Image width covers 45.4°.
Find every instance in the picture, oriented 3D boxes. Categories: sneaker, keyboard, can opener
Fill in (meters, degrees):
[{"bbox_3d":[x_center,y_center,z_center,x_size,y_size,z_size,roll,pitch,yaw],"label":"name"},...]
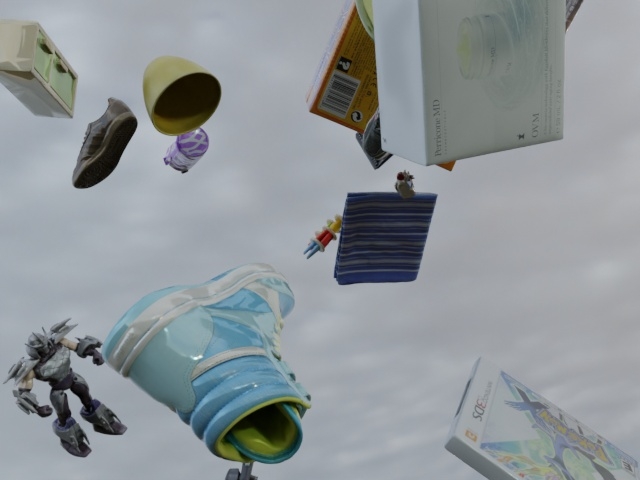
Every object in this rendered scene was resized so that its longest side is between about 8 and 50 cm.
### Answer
[{"bbox_3d":[-0.074,0.140,0.851,0.127,0.208,0.319,-54,-16,22],"label":"sneaker"},{"bbox_3d":[0.158,-0.279,2.106,0.108,0.180,0.023,-41,-49,15],"label":"keyboard"},{"bbox_3d":[-0.173,0.519,1.806,0.073,0.186,0.059,20,-51,-4],"label":"can opener"},{"bbox_3d":[0.129,-0.246,1.479,0.178,0.072,0.077,-65,-16,2],"label":"sneaker"},{"bbox_3d":[-0.400,-0.176,1.396,0.188,0.071,0.066,-46,-24,22],"label":"sneaker"}]

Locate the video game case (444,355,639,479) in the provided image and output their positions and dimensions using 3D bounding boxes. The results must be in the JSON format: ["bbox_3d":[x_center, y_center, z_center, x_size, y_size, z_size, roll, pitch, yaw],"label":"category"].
[{"bbox_3d":[0.372,0.348,1.246,0.036,0.329,0.300,-59,-9,24],"label":"video game case"}]

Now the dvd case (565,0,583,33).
[{"bbox_3d":[0.307,-0.417,1.178,0.221,0.165,0.018,34,-20,-5],"label":"dvd case"}]

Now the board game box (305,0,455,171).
[{"bbox_3d":[0.196,-0.422,1.827,0.356,0.356,0.357,22,-76,-8],"label":"board game box"}]

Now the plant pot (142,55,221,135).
[{"bbox_3d":[-0.251,-0.260,1.310,0.134,0.095,0.134,-31,-28,-18],"label":"plant pot"}]

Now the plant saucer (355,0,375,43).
[{"bbox_3d":[0.138,-0.436,1.460,0.037,0.241,0.241,-19,-28,39],"label":"plant saucer"}]

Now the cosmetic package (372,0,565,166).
[{"bbox_3d":[0.202,-0.238,1.043,0.224,0.138,0.224,-13,-69,-18],"label":"cosmetic package"}]

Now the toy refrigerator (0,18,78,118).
[{"bbox_3d":[-0.565,-0.336,1.534,0.094,0.102,0.269,4,-10,-1],"label":"toy refrigerator"}]

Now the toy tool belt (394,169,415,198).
[{"bbox_3d":[0.206,-0.146,1.882,0.052,0.051,0.083,-11,-49,19],"label":"toy tool belt"}]

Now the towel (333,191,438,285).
[{"bbox_3d":[0.168,0.002,2.047,0.243,0.040,0.336,-1,-44,-6],"label":"towel"}]

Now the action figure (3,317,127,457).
[{"bbox_3d":[-0.464,0.267,1.401,0.185,0.099,0.285,-42,-47,-32],"label":"action figure"}]

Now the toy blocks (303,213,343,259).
[{"bbox_3d":[0.000,0.000,2.107,0.148,0.054,0.123,-44,5,-20],"label":"toy blocks"}]

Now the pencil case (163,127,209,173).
[{"bbox_3d":[-0.342,-0.232,1.937,0.088,0.086,0.206,-12,-4,-21],"label":"pencil case"}]
